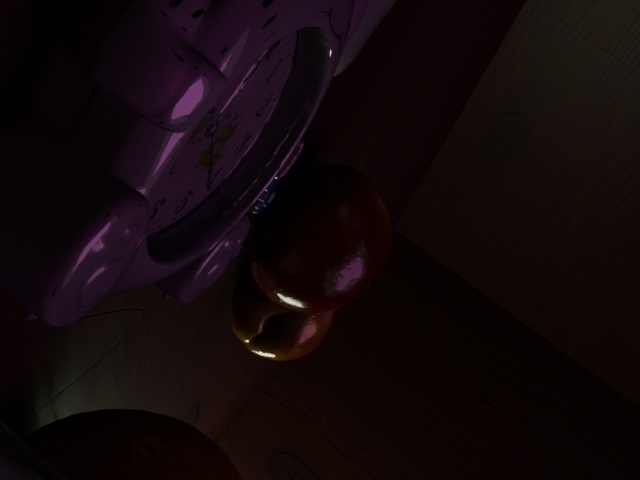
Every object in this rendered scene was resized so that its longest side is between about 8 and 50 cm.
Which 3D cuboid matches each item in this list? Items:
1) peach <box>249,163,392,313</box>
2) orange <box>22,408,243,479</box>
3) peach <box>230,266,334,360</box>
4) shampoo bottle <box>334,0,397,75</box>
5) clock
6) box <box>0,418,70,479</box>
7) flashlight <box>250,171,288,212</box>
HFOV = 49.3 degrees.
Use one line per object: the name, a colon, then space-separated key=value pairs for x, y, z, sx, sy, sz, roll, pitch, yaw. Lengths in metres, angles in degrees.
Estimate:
peach: x=0.000 y=0.000 z=1.078 sx=0.243 sy=0.199 sz=0.243 roll=-42 pitch=151 yaw=-30
orange: x=-0.243 y=0.402 z=0.777 sx=0.424 sy=0.326 sz=0.424 roll=-42 pitch=143 yaw=-43
peach: x=-0.066 y=0.116 z=1.247 sx=0.190 sy=0.190 sz=0.192 roll=-57 pitch=175 yaw=20
shampoo bottle: x=0.027 y=-0.234 z=0.770 sx=0.221 sy=0.051 sz=0.108 roll=-53 pitch=174 yaw=-3
clock: x=-0.087 y=-0.099 z=0.509 sx=0.322 sy=0.113 sz=0.295 roll=-55 pitch=171 yaw=5
box: x=-0.309 y=0.204 z=0.383 sx=0.312 sy=0.175 sz=0.182 roll=-48 pitch=162 yaw=-30
flashlight: x=-0.066 y=-0.082 z=0.933 sx=0.057 sy=0.035 sz=0.121 roll=-45 pitch=168 yaw=-49
